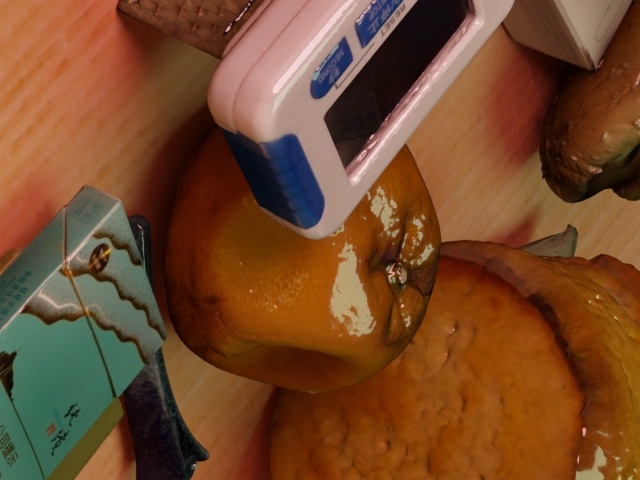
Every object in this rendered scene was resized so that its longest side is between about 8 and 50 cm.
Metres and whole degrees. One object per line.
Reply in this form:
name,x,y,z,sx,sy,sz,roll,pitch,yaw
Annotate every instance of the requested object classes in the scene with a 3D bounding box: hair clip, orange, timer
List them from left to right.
hair clip,-0.129,0.101,1.533,0.083,0.048,0.275,-58,152,-45
orange,0.000,0.000,1.523,0.249,0.183,0.249,15,90,-69
timer,0.028,-0.139,1.319,0.253,0.078,0.178,-52,151,-17

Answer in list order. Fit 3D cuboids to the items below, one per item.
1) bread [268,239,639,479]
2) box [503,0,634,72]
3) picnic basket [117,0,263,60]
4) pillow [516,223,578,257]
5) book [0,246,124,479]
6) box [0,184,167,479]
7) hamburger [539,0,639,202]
bread,0.145,0.174,1.722,0.215,0.398,0.398,20,95,-50
box,0.228,-0.301,1.759,0.203,0.106,0.251,-59,152,-8
picnic basket,-0.020,-0.202,1.404,0.196,0.134,0.154,3,112,-59
pillow,0.190,0.129,2.055,0.185,0.075,0.302,-22,131,-46
book,-0.279,0.199,1.385,0.352,0.035,0.239,-53,151,-22
box,-0.201,0.093,1.349,0.229,0.041,0.162,-50,149,-28
hamburger,0.316,-0.166,1.916,0.265,0.134,0.285,105,10,-77
